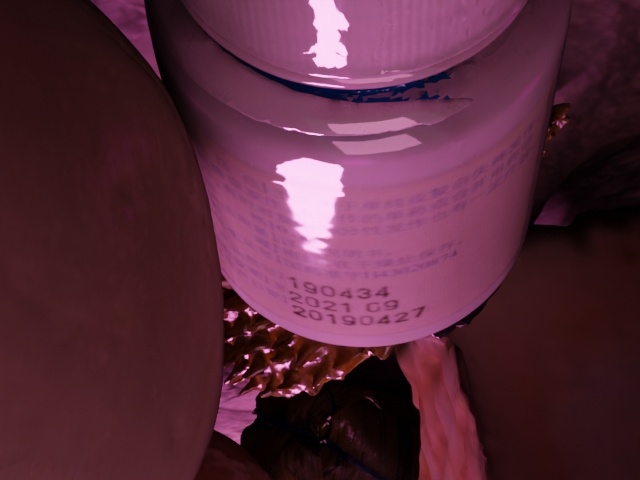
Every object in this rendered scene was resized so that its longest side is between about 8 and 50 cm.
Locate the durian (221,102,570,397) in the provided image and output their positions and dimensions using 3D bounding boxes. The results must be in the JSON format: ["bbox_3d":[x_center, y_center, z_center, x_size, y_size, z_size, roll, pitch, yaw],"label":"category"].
[{"bbox_3d":[0.000,0.000,0.723,0.139,0.144,0.252,-12,161,-47],"label":"durian"}]

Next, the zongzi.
[{"bbox_3d":[0.044,0.251,1.050,0.260,0.289,0.123,17,171,-39],"label":"zongzi"}]

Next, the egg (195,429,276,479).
[{"bbox_3d":[-0.137,0.208,0.947,0.245,0.203,0.203,-25,155,-3],"label":"egg"}]

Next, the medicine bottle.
[{"bbox_3d":[0.014,-0.069,0.521,0.143,0.143,0.258,-5,156,-1],"label":"medicine bottle"}]

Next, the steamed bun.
[{"bbox_3d":[-0.185,-0.009,0.471,0.311,0.233,0.334,3,172,5],"label":"steamed bun"}]

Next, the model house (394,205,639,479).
[{"bbox_3d":[0.259,0.236,0.860,0.445,0.395,0.400,-8,140,-16],"label":"model house"}]
